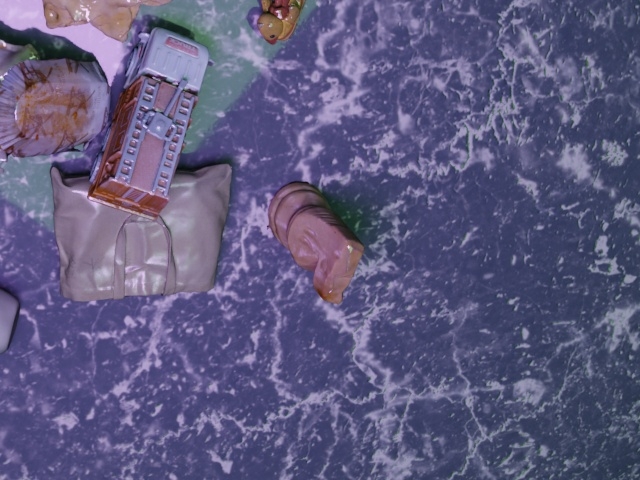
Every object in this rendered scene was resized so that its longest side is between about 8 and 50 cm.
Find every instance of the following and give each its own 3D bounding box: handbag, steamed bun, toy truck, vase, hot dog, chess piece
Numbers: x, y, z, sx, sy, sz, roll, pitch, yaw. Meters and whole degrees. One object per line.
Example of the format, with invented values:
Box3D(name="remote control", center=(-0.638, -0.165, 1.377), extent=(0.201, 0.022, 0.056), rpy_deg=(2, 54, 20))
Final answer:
Box3D(name="handbag", center=(-0.321, -0.018, 1.712), extent=(0.316, 0.109, 0.253), rpy_deg=(-4, 112, -18))
Box3D(name="steamed bun", center=(-0.358, -0.460, 1.499), extent=(0.292, 0.137, 0.295), rpy_deg=(37, 96, -12))
Box3D(name="toy truck", center=(-0.277, -0.202, 1.574), extent=(0.136, 0.162, 0.305), rpy_deg=(19, 74, -20))
Box3D(name="vase", center=(-0.664, 0.126, 1.665), extent=(0.248, 0.128, 0.128), rpy_deg=(14, 106, -12))
Box3D(name="hot dog", center=(-0.436, -0.219, 1.534), extent=(0.082, 0.270, 0.162), rpy_deg=(20, 106, 19))
Box3D(name="chess piece", center=(0.000, 0.000, 1.704), extent=(0.137, 0.301, 0.137), rpy_deg=(-6, 112, -16))

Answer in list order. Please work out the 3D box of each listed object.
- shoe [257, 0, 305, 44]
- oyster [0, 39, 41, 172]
Box3D(name="shoe", center=(-0.073, -0.404, 1.660), extent=(0.109, 0.072, 0.069), rpy_deg=(-46, 153, 9))
Box3D(name="oyster", center=(-0.594, -0.202, 1.514), extent=(0.351, 0.115, 0.238), rpy_deg=(-39, 125, -8))
